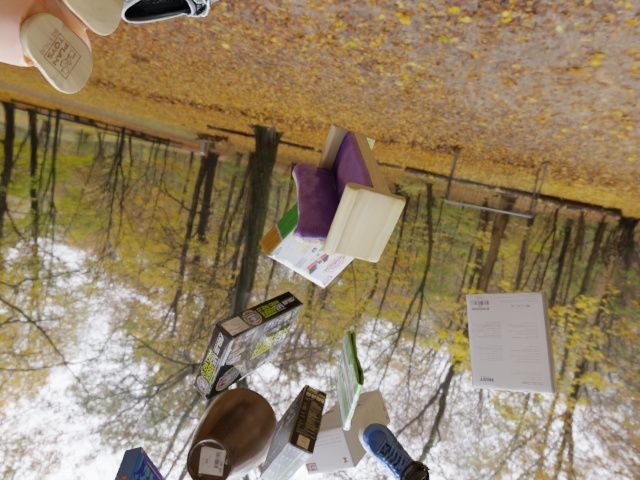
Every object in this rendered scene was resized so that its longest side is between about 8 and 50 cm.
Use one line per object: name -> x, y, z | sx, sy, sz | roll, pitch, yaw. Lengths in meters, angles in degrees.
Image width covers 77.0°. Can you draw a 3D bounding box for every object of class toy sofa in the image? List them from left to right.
toy sofa -> 0.042, -0.126, 0.877 | 0.177, 0.150, 0.363 | 14, -149, -12

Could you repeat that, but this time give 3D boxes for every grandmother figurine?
grandmother figurine -> -0.385, -0.241, 0.395 | 0.342, 0.208, 0.104 | 20, 160, 9

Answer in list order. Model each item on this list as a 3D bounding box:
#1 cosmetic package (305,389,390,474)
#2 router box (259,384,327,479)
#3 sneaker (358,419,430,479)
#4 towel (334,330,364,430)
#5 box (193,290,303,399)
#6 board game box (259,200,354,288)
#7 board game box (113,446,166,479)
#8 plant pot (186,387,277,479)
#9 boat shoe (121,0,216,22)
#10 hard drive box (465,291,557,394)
cosmetic package -> 0.059, 0.417, 0.893 | 0.117, 0.086, 0.231 | -25, 167, 24
router box -> -0.038, 0.281, 0.578 | 0.038, 0.122, 0.092 | 27, -144, -4
sneaker -> 0.131, 0.368, 0.673 | 0.152, 0.058, 0.084 | 55, 159, -15
towel -> 0.053, 0.251, 0.718 | 0.023, 0.152, 0.113 | 2, -140, -11
box -> -0.181, 0.264, 1.047 | 0.060, 0.216, 0.270 | 37, -152, 23
board game box -> 0.000, 0.000, 1.230 | 0.064, 0.242, 0.316 | 49, -173, 39
board game box -> -0.424, 0.616, 0.916 | 0.047, 0.160, 0.210 | -15, -153, 3
plant pot -> -0.235, 0.508, 1.008 | 0.215, 0.216, 0.230 | 13, 174, 7
boat shoe -> -0.217, -0.398, 0.652 | 0.227, 0.081, 0.079 | -18, 169, -13
hard drive box -> 0.471, 0.247, 1.000 | 0.181, 0.232, 0.089 | -7, 168, 33
